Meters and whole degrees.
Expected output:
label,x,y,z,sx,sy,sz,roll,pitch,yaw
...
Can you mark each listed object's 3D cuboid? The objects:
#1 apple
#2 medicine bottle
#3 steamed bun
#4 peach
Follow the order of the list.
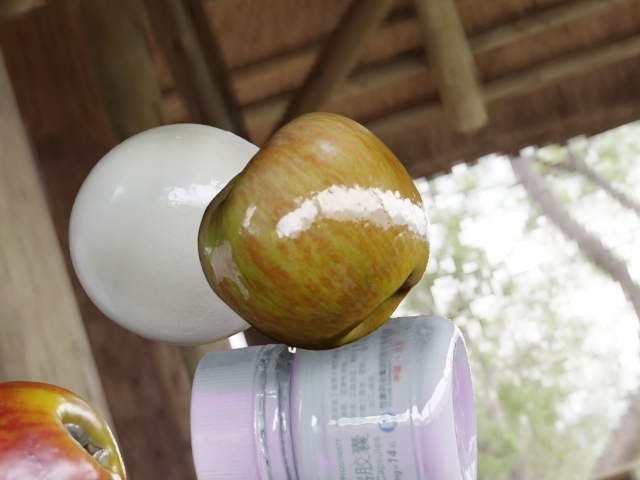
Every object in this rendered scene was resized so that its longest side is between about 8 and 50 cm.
label,x,y,z,sx,sy,sz,roll,pitch,yaw
apple,0.000,0.000,1.925,0.264,0.264,0.264,-18,-8,-3
medicine bottle,0.021,0.228,2.144,0.325,0.256,0.256,-5,-6,11
steamed bun,-0.191,-0.001,2.393,0.324,0.324,0.206,-21,20,22
peach,-0.369,0.301,2.062,0.281,0.281,0.238,-19,19,11
